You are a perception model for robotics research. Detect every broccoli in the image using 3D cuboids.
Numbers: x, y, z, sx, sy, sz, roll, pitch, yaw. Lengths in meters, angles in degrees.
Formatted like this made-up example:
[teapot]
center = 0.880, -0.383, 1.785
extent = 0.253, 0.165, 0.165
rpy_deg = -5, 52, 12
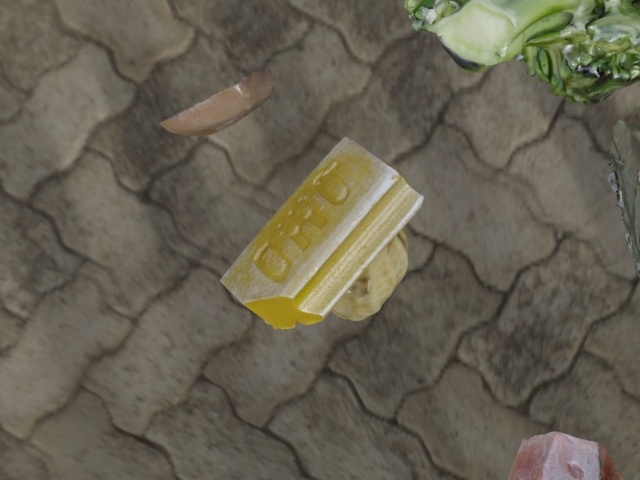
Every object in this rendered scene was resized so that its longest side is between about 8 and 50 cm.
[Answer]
[broccoli]
center = 0.273, -0.311, 1.762
extent = 0.338, 0.277, 0.317
rpy_deg = 14, 35, -5

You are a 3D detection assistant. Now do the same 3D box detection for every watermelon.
[watermelon]
center = 0.167, 0.176, 1.055
extent = 0.092, 0.084, 0.072
rpy_deg = -25, 89, -39

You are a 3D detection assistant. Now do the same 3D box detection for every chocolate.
[chocolate]
center = -0.082, -0.106, 1.181
extent = 0.101, 0.064, 0.031
rpy_deg = -23, 93, 29

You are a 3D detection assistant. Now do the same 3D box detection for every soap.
[soap]
center = 0.000, 0.000, 1.708
extent = 0.232, 0.073, 0.140
rpy_deg = -49, 32, 0

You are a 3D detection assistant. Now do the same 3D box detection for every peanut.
[peanut]
center = 0.061, -0.001, 1.901
extent = 0.125, 0.274, 0.111
rpy_deg = -12, 52, -14

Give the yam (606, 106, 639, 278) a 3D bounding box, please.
[yam]
center = 0.308, 0.021, 0.904
extent = 0.202, 0.201, 0.271
rpy_deg = -13, 64, -10
